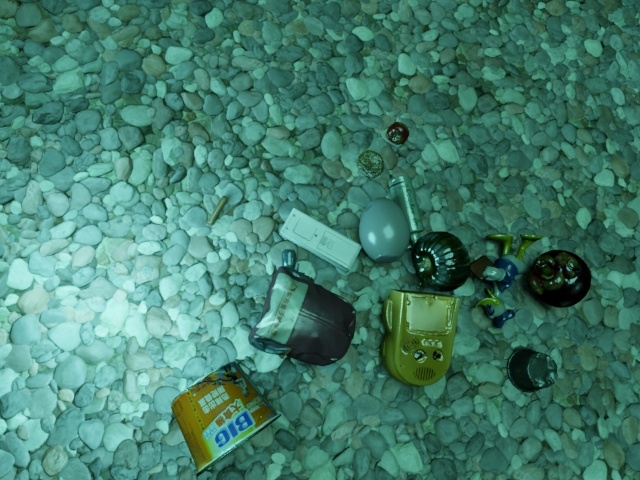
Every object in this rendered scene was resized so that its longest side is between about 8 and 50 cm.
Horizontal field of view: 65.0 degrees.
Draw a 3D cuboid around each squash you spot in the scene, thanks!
[{"bbox_3d":[0.410,0.071,1.723,0.172,0.218,0.218,-23,81,-8],"label":"squash"}]

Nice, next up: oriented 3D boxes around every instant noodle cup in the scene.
[{"bbox_3d":[-0.289,0.507,1.471,0.296,0.296,0.214,-32,76,-16],"label":"instant noodle cup"}]

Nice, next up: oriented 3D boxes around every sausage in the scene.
[{"bbox_3d":[-0.355,-0.104,1.736,0.026,0.026,0.116,29,72,-2],"label":"sausage"}]

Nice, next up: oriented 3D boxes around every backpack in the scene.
[{"bbox_3d":[-0.043,0.259,1.616,0.317,0.197,0.284,23,72,-9],"label":"backpack"}]

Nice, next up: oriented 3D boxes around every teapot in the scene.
[{"bbox_3d":[-0.106,0.075,1.731,0.049,0.063,0.083,-3,77,21],"label":"teapot"}]

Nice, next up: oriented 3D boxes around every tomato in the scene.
[{"bbox_3d":[0.296,-0.408,1.905,0.087,0.087,0.075,36,45,0],"label":"tomato"}]

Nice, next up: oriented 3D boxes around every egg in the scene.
[{"bbox_3d":[0.221,-0.040,1.747,0.176,0.176,0.232,-1,74,-11],"label":"egg"}]

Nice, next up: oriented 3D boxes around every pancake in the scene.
[{"bbox_3d":[0.190,-0.289,1.889,0.114,0.011,0.115,2,76,-10],"label":"pancake"}]

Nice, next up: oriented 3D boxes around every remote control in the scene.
[{"bbox_3d":[0.000,0.000,1.760,0.277,0.055,0.103,29,73,-1],"label":"remote control"}]

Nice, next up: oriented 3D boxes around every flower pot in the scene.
[{"bbox_3d":[0.750,0.455,1.759,0.157,0.107,0.158,2,77,-8],"label":"flower pot"}]

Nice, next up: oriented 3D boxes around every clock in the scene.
[{"bbox_3d":[0.326,0.328,1.679,0.244,0.200,0.317,7,83,-6],"label":"clock"}]

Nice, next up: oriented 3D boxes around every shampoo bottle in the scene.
[{"bbox_3d":[0.319,-0.103,1.829,0.085,0.085,0.263,-11,79,-13],"label":"shampoo bottle"}]

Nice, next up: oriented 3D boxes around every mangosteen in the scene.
[{"bbox_3d":[0.838,0.127,1.790,0.249,0.211,0.212,22,70,-40],"label":"mangosteen"}]

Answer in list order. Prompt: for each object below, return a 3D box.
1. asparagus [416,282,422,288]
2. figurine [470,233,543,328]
[{"bbox_3d":[0.386,0.126,1.819,0.015,0.018,0.127,31,71,25],"label":"asparagus"},{"bbox_3d":[0.637,0.144,1.777,0.283,0.204,0.339,3,87,-36],"label":"figurine"}]
